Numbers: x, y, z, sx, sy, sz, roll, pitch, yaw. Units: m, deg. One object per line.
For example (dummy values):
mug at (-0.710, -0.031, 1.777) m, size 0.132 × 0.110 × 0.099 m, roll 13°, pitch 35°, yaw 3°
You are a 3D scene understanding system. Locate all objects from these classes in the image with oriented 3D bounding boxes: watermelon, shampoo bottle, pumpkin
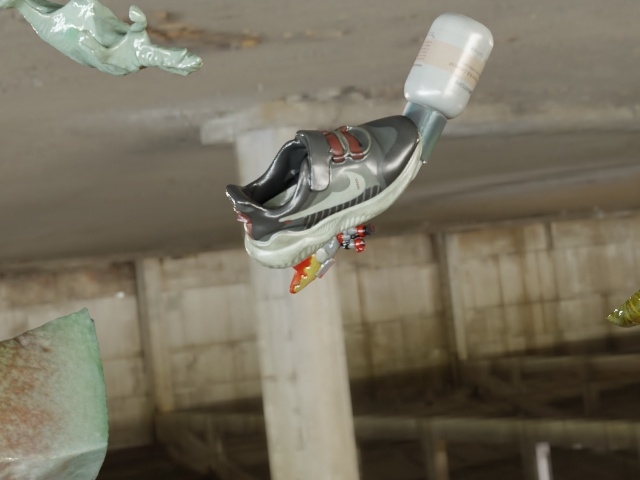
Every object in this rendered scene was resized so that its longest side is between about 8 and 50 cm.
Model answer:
watermelon at (-0.292, 0.207, 1.000) m, size 0.302 × 0.151 × 0.264 m, roll -15°, pitch 148°, yaw -55°
shampoo bottle at (0.126, -0.157, 1.403) m, size 0.074 × 0.192 × 0.074 m, roll 25°, pitch 177°, yaw 1°
pumpkin at (0.321, 0.066, 1.242) m, size 0.050 × 0.028 × 0.083 m, roll -8°, pitch 155°, yaw -44°

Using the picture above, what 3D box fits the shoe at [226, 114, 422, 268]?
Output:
shoe at (0.000, -0.068, 1.336) m, size 0.227 × 0.099 × 0.112 m, roll -38°, pitch 135°, yaw 4°

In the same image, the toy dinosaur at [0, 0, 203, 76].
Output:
toy dinosaur at (-0.330, -0.291, 1.629) m, size 0.393 × 0.092 × 0.205 m, roll 14°, pitch 164°, yaw 42°

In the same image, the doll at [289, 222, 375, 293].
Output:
doll at (0.000, 0.000, 1.775) m, size 0.169 × 0.109 × 0.057 m, roll -25°, pitch -176°, yaw 26°
